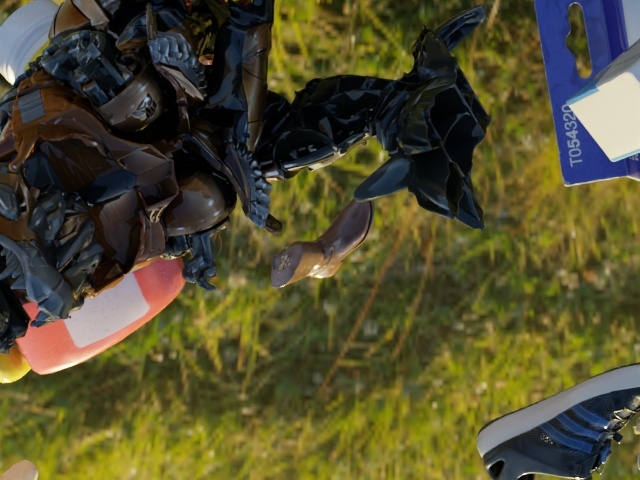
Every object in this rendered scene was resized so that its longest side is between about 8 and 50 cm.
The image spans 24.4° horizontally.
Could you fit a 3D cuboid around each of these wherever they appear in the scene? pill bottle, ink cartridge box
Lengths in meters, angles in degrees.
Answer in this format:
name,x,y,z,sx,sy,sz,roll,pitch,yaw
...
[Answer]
name,x,y,z,sx,sy,sz,roll,pitch,yaw
pill bottle,-0.256,-0.162,1.610,0.208,0.119,0.119,43,131,18
ink cartridge box,0.363,-0.180,1.458,0.086,0.203,0.148,50,164,-4
ink cartridge box,0.401,-0.234,1.592,0.330,0.071,0.324,-10,99,10

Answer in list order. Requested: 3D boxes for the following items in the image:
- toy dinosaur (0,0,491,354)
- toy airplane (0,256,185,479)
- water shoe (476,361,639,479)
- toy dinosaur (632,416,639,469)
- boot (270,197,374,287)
name,x,y,z,sx,sy,sz,roll,pitch,yaw
toy dinosaur,-0.056,-0.082,0.636,0.218,0.322,0.164,-12,142,29
toy airplane,-0.334,0.054,1.003,0.386,0.272,0.384,26,128,-21
water shoe,0.232,0.165,1.280,0.203,0.080,0.073,-29,164,33
toy dinosaur,0.412,0.246,1.776,0.053,0.092,0.183,19,149,47
boot,0.000,0.000,1.484,0.037,0.114,0.106,36,109,24
